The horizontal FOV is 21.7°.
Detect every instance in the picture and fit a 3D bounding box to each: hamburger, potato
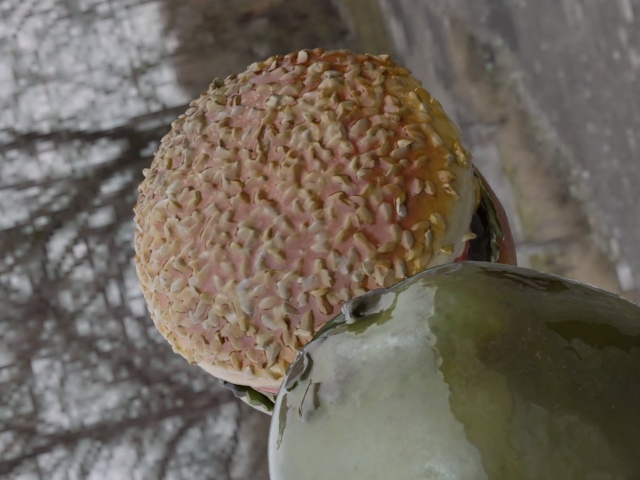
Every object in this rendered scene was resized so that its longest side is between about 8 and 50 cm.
[{"bbox_3d":[0.000,0.000,1.502,0.250,0.330,0.330,54,-160,-60],"label":"hamburger"},{"bbox_3d":[0.112,0.160,0.904,0.221,0.243,0.326,-109,2,-68],"label":"potato"}]
